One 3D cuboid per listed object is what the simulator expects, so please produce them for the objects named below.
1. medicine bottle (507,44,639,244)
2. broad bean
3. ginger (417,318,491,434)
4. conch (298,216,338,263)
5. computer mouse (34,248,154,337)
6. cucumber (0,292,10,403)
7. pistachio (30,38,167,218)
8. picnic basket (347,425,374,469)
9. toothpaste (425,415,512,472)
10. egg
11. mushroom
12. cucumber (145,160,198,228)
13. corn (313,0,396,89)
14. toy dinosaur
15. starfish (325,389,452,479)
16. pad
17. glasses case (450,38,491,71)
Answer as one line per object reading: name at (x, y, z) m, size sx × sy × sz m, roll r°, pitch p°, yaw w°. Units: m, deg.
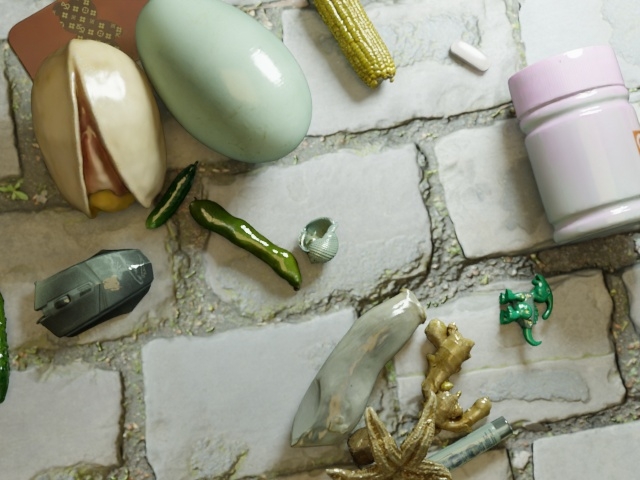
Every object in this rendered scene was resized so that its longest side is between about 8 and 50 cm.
medicine bottle at (0.472, -0.166, 1.885) m, size 0.202 × 0.202 × 0.315 m, roll -14°, pitch 85°, yaw -4°
broad bean at (-0.131, 0.000, 1.918) m, size 0.256 × 0.052 × 0.053 m, roll 36°, pitch 125°, yaw -1°
ginger at (0.229, 0.256, 1.900) m, size 0.193 × 0.052 × 0.176 m, roll 41°, pitch 82°, yaw 1°
conch at (0.000, 0.003, 1.919) m, size 0.076 × 0.056 × 0.085 m, roll 26°, pitch 62°, yaw 20°
computer mouse at (-0.408, 0.087, 1.881) m, size 0.231 × 0.071 × 0.126 m, roll -24°, pitch 85°, yaw -4°
cucumber at (-0.583, 0.177, 1.867) m, size 0.069 × 0.069 × 0.227 m, roll -4°, pitch 81°, yaw -3°
pistachio at (-0.386, -0.196, 1.838) m, size 0.230 × 0.230 × 0.308 m, roll -12°, pitch 97°, yaw -4°
picnic basket at (0.092, 0.378, 1.880) m, size 0.072 × 0.072 × 0.083 m, roll -36°, pitch 117°, yaw -6°
toothpaste at (0.234, 0.389, 1.891) m, size 0.239 × 0.039 × 0.062 m, roll -30°, pitch 111°, yaw -5°
egg at (-0.173, -0.291, 1.858) m, size 0.371 × 0.230 × 0.230 m, roll 44°, pitch 83°, yaw 9°
mushroom at (0.064, 0.230, 1.876) m, size 0.109 × 0.097 × 0.351 m, roll 34°, pitch 80°, yaw 4°
cucumber at (-0.266, -0.081, 1.925) m, size 0.037 × 0.037 × 0.155 m, roll 35°, pitch 85°, yaw 2°
corn at (0.060, -0.387, 1.955) m, size 0.080 × 0.080 × 0.238 m, roll -29°, pitch 88°, yaw -5°
toy dinosaur at (0.379, 0.127, 1.923) m, size 0.096 × 0.059 × 0.132 m, roll -1°, pitch 75°, yaw -8°
starfish at (0.130, 0.389, 1.834) m, size 0.236 × 0.062 × 0.277 m, roll 13°, pitch 106°, yaw -10°
pad at (-0.431, -0.383, 1.969) m, size 0.267 × 0.004 × 0.181 m, roll -33°, pitch 86°, yaw -6°
glasses case at (0.283, -0.348, 1.988) m, size 0.083 × 0.021 × 0.032 m, roll 31°, pitch 86°, yaw 1°
